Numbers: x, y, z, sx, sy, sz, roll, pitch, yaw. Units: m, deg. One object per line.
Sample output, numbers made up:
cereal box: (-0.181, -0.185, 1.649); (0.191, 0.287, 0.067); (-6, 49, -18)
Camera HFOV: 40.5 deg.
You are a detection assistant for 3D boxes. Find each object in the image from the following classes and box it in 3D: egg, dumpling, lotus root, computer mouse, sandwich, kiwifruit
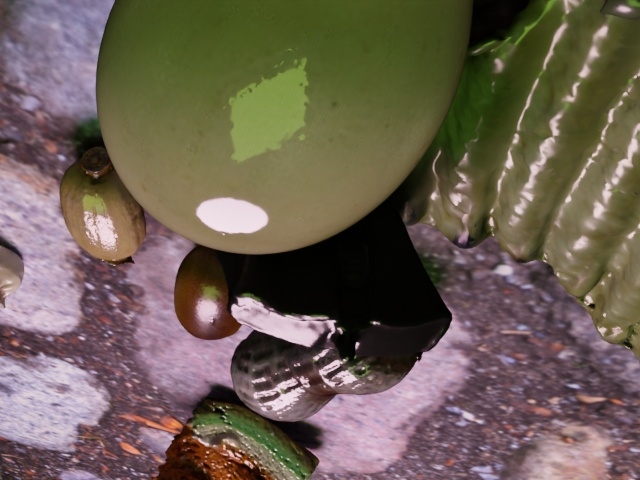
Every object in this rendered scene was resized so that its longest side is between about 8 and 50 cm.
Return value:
egg: (-0.020, -0.099, 0.479); (0.188, 0.189, 0.254); (28, 137, -15)
dumpling: (-0.345, 0.039, 0.924); (0.052, 0.057, 0.076); (34, 142, -23)
lotus root: (-0.192, -0.023, 0.768); (0.073, 0.062, 0.150); (13, 144, 7)
computer mouse: (0.000, 0.000, 0.614); (0.146, 0.264, 0.088); (9, 112, -17)
sandwich: (-0.108, 0.296, 1.092); (0.184, 0.160, 0.109); (28, 164, -2)
kiwifruit: (-0.102, 0.050, 0.824); (0.075, 0.075, 0.124); (19, 141, -2)

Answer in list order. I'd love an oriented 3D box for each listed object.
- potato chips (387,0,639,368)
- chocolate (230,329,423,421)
potato chips: (0.241, -0.025, 0.551); (0.373, 0.097, 0.389); (35, 145, -8)
chocolate: (0.000, 0.113, 0.835); (0.110, 0.110, 0.248); (34, 145, -22)
